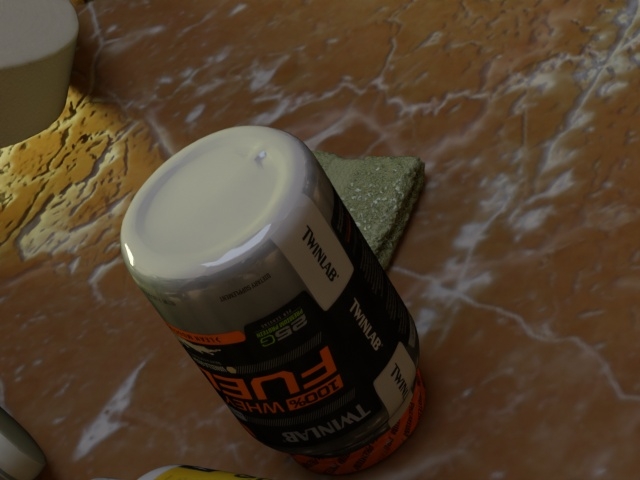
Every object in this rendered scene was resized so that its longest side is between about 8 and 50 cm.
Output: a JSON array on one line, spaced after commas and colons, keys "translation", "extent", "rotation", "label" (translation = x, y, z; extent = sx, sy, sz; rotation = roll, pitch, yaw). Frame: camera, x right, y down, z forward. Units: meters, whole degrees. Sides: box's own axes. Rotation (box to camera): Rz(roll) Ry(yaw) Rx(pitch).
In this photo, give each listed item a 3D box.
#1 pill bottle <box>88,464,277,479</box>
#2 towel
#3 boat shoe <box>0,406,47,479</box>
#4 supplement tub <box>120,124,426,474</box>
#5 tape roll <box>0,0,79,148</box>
[{"translation": [-0.051, 0.172, 0.915], "extent": [0.184, 0.103, 0.103], "rotation": [4, 52, 35], "label": "pill bottle"}, {"translation": [0.000, 0.000, 1.120], "extent": [0.110, 0.027, 0.148], "rotation": [4, 51, 34], "label": "towel"}, {"translation": [-0.255, 0.122, 1.128], "extent": [0.081, 0.079, 0.227], "rotation": [-53, 38, -10], "label": "boat shoe"}, {"translation": [-0.018, 0.039, 0.963], "extent": [0.117, 0.190, 0.117], "rotation": [-19, 41, 17], "label": "supplement tub"}, {"translation": [-0.376, -0.169, 1.315], "extent": [0.392, 0.072, 0.392], "rotation": [13, 22, -5], "label": "tape roll"}]
